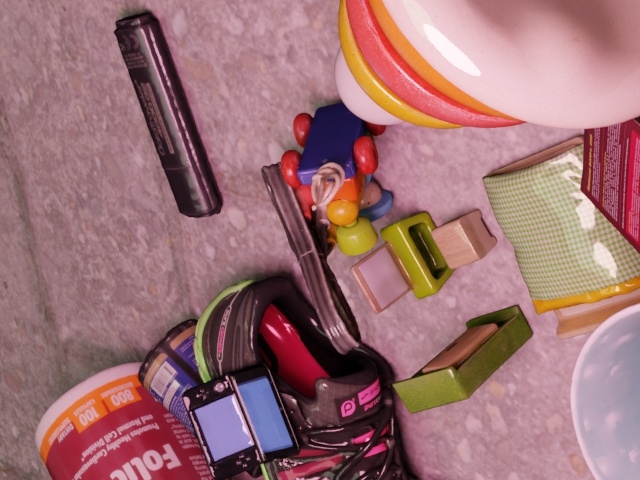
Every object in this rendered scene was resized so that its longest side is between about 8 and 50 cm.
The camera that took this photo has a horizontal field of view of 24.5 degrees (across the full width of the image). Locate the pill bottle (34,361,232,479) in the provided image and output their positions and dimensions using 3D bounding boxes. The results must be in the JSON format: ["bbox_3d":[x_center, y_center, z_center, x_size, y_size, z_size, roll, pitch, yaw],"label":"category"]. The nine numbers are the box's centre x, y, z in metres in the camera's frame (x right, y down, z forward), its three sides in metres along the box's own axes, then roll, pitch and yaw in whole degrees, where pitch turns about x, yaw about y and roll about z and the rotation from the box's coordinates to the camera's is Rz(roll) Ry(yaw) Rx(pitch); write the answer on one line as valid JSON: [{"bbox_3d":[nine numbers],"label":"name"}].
[{"bbox_3d":[-0.225,0.386,2.079,0.392,0.224,0.224,55,142,28],"label":"pill bottle"}]

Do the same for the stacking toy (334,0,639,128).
[{"bbox_3d":[0.122,-0.215,1.416,0.351,0.350,0.480,56,154,0],"label":"stacking toy"}]

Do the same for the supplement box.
[{"bbox_3d":[0.321,-0.055,1.363,0.239,0.073,0.130,-119,22,-57],"label":"supplement box"}]

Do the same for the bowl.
[{"bbox_3d":[0.418,0.161,1.433,0.311,0.163,0.312,24,131,31],"label":"bowl"}]

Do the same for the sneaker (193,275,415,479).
[{"bbox_3d":[0.019,0.252,1.862,0.483,0.185,0.202,51,143,4],"label":"sneaker"}]

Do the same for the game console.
[{"bbox_3d":[-0.099,0.224,1.814,0.071,0.107,0.122,159,90,-76],"label":"game console"}]

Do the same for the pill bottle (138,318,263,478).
[{"bbox_3d":[-0.138,0.221,2.037,0.219,0.123,0.123,42,137,16],"label":"pill bottle"}]

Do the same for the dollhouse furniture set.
[{"bbox_3d":[0.189,0.041,1.584,0.301,0.151,0.198,-23,98,49],"label":"dollhouse furniture set"}]

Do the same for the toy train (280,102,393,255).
[{"bbox_3d":[0.024,-0.042,1.633,0.105,0.248,0.143,-10,121,16],"label":"toy train"}]

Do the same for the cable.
[{"bbox_3d":[0.000,0.000,1.678,0.139,0.072,0.287,60,-176,-36],"label":"cable"}]

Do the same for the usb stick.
[{"bbox_3d":[-0.197,-0.158,1.910,0.077,0.045,0.278,3,117,51],"label":"usb stick"}]
